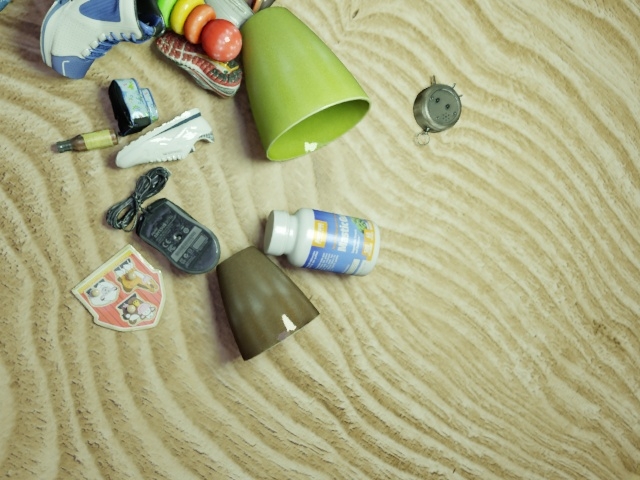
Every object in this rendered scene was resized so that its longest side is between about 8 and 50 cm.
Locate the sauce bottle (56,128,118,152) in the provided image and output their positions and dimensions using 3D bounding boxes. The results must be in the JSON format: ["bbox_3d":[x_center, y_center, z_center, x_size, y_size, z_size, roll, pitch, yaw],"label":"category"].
[{"bbox_3d":[-0.534,-0.227,1.092,0.128,0.042,0.042,-15,98,-17],"label":"sauce bottle"}]

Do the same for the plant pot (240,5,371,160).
[{"bbox_3d":[-0.066,-0.385,1.127,0.275,0.275,0.293,-25,85,-13],"label":"plant pot"}]

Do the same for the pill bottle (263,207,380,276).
[{"bbox_3d":[0.000,0.000,1.209,0.272,0.152,0.152,10,91,-18],"label":"pill bottle"}]

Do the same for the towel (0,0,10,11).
[{"bbox_3d":[-0.694,-0.550,1.028,0.067,0.029,0.119,43,82,-16],"label":"towel"}]

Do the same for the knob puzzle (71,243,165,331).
[{"bbox_3d":[-0.463,0.136,1.146,0.213,0.030,0.213,-1,94,-17],"label":"knob puzzle"}]

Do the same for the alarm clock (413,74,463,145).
[{"bbox_3d":[0.322,-0.352,1.329,0.129,0.064,0.192,26,89,-17],"label":"alarm clock"}]

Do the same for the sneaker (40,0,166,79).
[{"bbox_3d":[-0.434,-0.444,0.979,0.182,0.127,0.315,38,119,-7],"label":"sneaker"}]

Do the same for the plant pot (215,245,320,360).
[{"bbox_3d":[-0.152,0.137,1.164,0.215,0.215,0.230,-31,87,-12],"label":"plant pot"}]

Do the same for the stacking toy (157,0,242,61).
[{"bbox_3d":[-0.315,-0.519,1.048,0.330,0.141,0.141,36,83,-1],"label":"stacking toy"}]

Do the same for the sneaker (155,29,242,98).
[{"bbox_3d":[-0.293,-0.412,1.129,0.225,0.093,0.088,35,65,1],"label":"sneaker"}]

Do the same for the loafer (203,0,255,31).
[{"bbox_3d":[-0.266,-0.628,1.098,0.111,0.112,0.319,-27,111,19],"label":"loafer"}]

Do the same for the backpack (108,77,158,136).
[{"bbox_3d":[-0.430,-0.310,1.088,0.084,0.105,0.114,-26,101,-36],"label":"backpack"}]

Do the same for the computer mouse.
[{"bbox_3d":[-0.353,-0.029,1.151,0.272,0.072,0.188,43,84,-3],"label":"computer mouse"}]

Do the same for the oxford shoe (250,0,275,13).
[{"bbox_3d":[-0.077,-0.648,1.173,0.098,0.097,0.271,35,85,-23],"label":"oxford shoe"}]

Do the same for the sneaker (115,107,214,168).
[{"bbox_3d":[-0.367,-0.222,1.124,0.235,0.090,0.095,-32,111,-11],"label":"sneaker"}]
